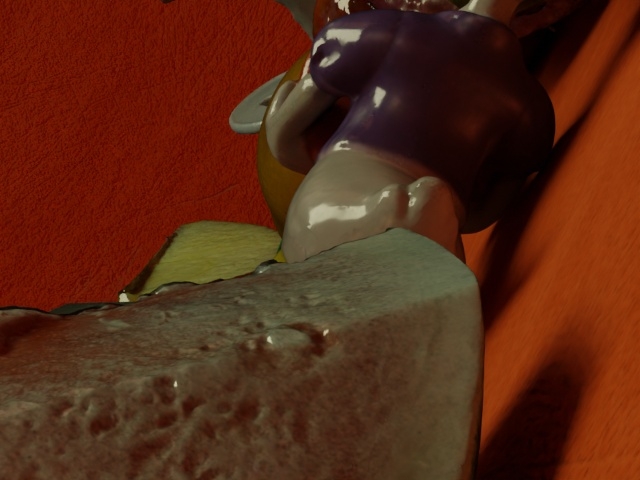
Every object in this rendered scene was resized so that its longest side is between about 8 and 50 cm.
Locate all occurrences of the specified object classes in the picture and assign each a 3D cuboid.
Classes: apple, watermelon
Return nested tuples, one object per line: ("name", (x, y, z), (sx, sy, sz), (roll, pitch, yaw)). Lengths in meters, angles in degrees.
("apple", (-0.132, 0.084, 2.066), (0.254, 0.179, 0.346), (-46, 5, 15))
("watermelon", (-0.075, 0.126, 0.632), (0.320, 0.214, 0.289), (-47, 10, 17))

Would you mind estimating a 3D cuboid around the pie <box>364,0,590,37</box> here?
("pie", (0.106, -0.191, 1.145), (0.182, 0.182, 0.049), (-62, -32, -28))

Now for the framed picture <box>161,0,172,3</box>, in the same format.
("framed picture", (0.063, -0.363, 1.204), (0.446, 0.028, 0.326), (-29, -39, -39))

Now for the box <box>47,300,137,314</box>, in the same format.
("box", (-0.153, 0.123, 1.572), (0.312, 0.183, 0.175), (-166, 78, -88))

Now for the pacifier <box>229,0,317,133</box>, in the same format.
("pacifier", (0.030, -0.200, 1.649), (0.279, 0.207, 0.227), (-31, 13, -16))

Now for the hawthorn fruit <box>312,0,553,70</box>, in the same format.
("hawthorn fruit", (0.102, -0.176, 1.324), (0.165, 0.165, 0.285), (-58, -9, 25))

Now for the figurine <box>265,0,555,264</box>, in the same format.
("figurine", (0.051, -0.066, 0.939), (0.420, 0.154, 0.193), (-62, 9, -6))

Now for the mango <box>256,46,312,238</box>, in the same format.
("mango", (0.026, -0.074, 1.448), (0.175, 0.139, 0.254), (-54, -4, -10))

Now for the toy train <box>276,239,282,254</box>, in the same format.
("toy train", (0.000, 0.000, 1.637), (0.178, 0.071, 0.104), (-63, -11, 14))
